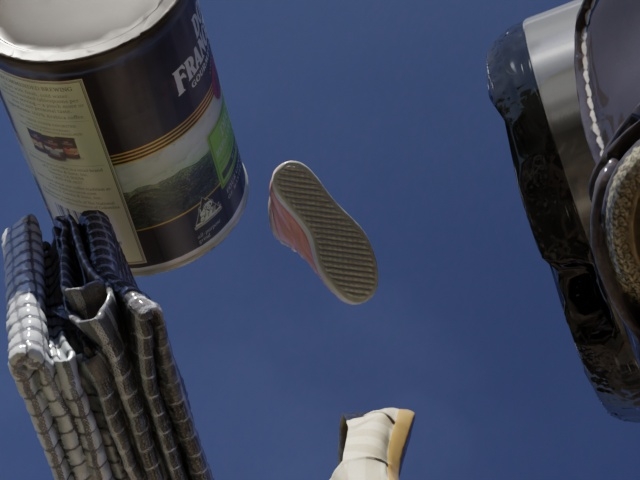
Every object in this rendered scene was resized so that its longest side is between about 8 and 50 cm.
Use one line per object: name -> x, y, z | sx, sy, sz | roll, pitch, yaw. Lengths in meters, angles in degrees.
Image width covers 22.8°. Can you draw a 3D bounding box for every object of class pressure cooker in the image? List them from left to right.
pressure cooker -> 0.384, -0.068, 1.303 | 0.420, 0.370, 0.375 | -19, -85, 14

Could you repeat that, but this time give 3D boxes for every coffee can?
coffee can -> -0.190, -0.129, 1.475 | 0.201, 0.201, 0.275 | 1, -41, 13

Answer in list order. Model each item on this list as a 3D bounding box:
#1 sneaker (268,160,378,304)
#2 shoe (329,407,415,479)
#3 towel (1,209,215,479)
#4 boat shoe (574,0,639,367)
sneaker -> 0.000, 0.000, 1.335 | 0.134, 0.051, 0.070 | 56, -19, 9
shoe -> 0.027, 0.189, 1.171 | 0.058, 0.219, 0.076 | 18, -66, 2
towel -> -0.170, 0.129, 1.341 | 0.121, 0.235, 0.283 | -18, -62, -4
boat shoe -> 0.117, -0.006, 0.410 | 0.092, 0.285, 0.103 | 22, -55, -27
